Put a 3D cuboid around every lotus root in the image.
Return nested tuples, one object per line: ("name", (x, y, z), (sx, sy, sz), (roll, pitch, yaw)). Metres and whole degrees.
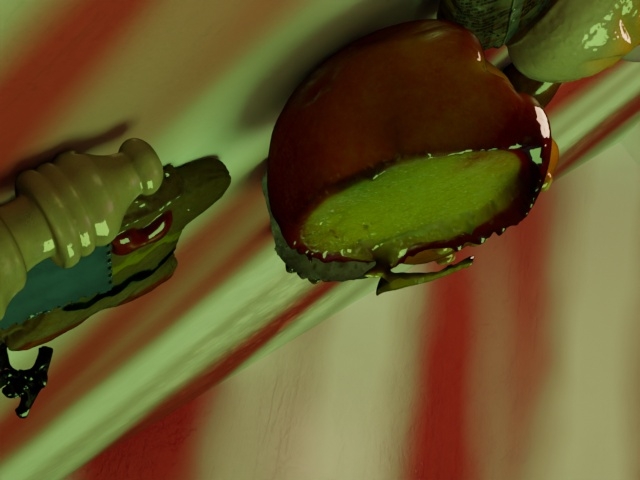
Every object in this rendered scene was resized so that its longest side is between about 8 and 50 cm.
("lotus root", (0.036, -0.063, 1.970), (0.272, 0.272, 0.192), (-36, 178, 4))

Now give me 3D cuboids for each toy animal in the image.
("toy animal", (-0.535, 0.200, 1.859), (0.210, 0.117, 0.121), (8, 144, -31))

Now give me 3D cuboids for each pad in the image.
("pad", (-0.394, 0.044, 1.538), (0.270, 0.012, 0.269), (-21, 154, -21))

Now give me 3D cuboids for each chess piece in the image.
("chess piece", (-0.312, -0.023, 1.390), (0.307, 0.139, 0.124), (-31, 153, -30))

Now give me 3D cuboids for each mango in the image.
("mango", (0.396, -0.293, 2.350), (0.133, 0.111, 0.267), (-47, 174, -30))

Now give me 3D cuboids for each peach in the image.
("peach", (0.123, -0.136, 1.678), (0.406, 0.310, 0.335), (-26, 140, 29))

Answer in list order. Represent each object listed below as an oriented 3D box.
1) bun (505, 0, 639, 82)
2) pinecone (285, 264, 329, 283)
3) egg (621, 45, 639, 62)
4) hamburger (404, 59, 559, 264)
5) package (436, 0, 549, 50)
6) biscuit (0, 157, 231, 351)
("bun", (0.438, -0.359, 1.867), (0.299, 0.165, 0.299), (-52, -173, 9))
("pinecone", (0.000, 0.000, 2.334), (0.174, 0.173, 0.173), (-33, 168, -8))
("egg", (0.573, -0.422, 2.127), (0.196, 0.196, 0.271), (-38, 168, 17))
("hamburger", (0.247, -0.126, 2.198), (0.396, 0.277, 0.396), (-32, 168, -7))
("package", (0.262, -0.365, 1.706), (0.223, 0.108, 0.288), (-34, 166, -12))
("biscuit", (-0.317, 0.037, 1.776), (0.368, 0.076, 0.394), (-27, 166, -37))
